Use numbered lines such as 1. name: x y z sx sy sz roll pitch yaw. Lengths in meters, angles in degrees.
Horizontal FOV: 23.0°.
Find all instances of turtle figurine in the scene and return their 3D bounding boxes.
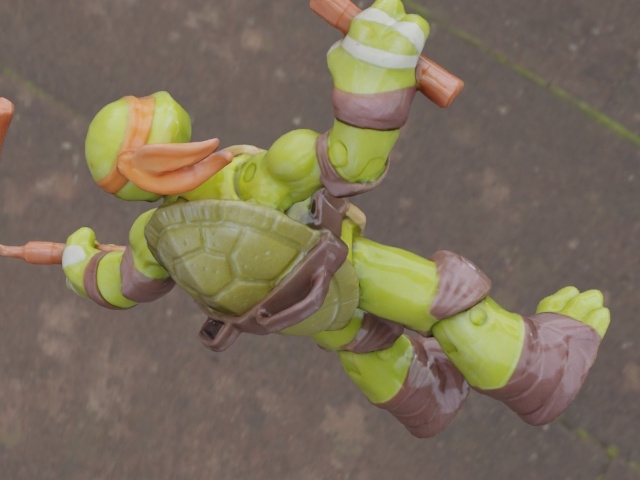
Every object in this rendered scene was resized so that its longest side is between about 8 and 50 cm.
1. turtle figurine: 0.000 0.000 0.570 0.217 0.269 0.087 32 48 -27
